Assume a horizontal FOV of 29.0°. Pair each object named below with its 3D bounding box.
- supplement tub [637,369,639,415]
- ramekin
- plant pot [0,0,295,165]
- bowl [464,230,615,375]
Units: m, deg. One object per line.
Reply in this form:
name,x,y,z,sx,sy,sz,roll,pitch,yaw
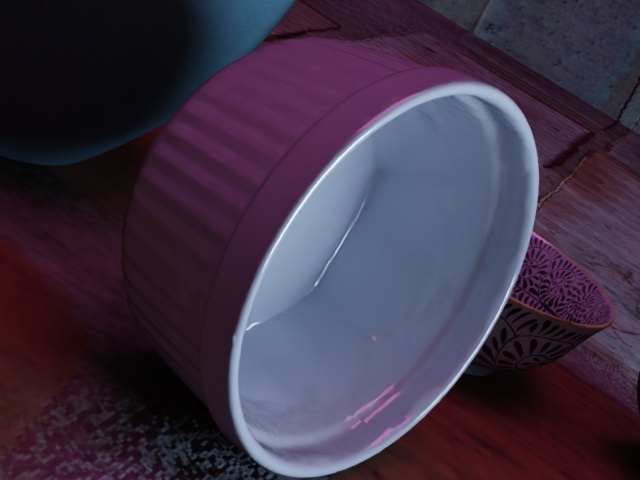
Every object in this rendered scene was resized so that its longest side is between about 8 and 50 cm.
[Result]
supplement tub,0.346,0.148,0.723,0.193,0.193,0.316,17,23,-32
ramekin,0.000,0.000,0.604,0.109,0.207,0.207,32,17,35
plant pot,-0.169,-0.163,0.765,0.290,0.195,0.290,26,20,-10
bowl,0.102,0.037,0.824,0.170,0.080,0.170,26,19,-10
